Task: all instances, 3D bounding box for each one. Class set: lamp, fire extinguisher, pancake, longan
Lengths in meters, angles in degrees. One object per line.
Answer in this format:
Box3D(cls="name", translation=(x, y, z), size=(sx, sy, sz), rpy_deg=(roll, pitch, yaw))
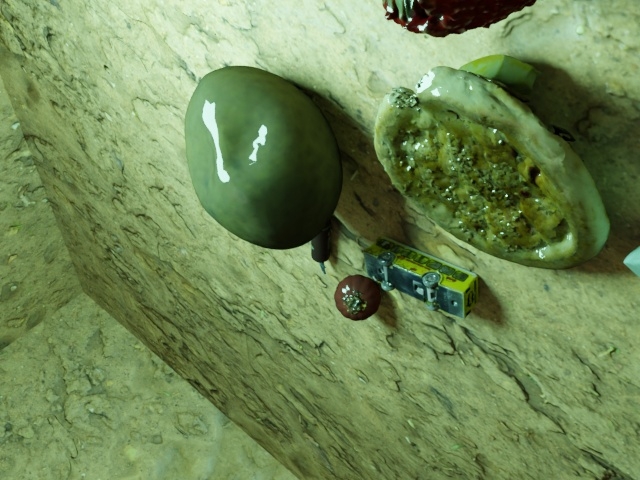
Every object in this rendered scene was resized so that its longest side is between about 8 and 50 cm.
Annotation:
Box3D(cls="lamp", translation=(0.078, 0.122, 1.515), size=(0.101, 0.090, 0.101), rpy_deg=(4, 105, 15))
Box3D(cls="fire extinguisher", translation=(0.000, 0.000, 1.531), size=(0.158, 0.043, 0.064), rpy_deg=(91, 160, -48))
Box3D(cls="pancake", translation=(0.230, -0.096, 1.046), size=(0.382, 0.071, 0.382), rpy_deg=(35, 159, 16))
Box3D(cls="longan", translation=(-0.101, -0.152, 1.290), size=(0.288, 0.288, 0.350), rpy_deg=(-27, 91, 59))

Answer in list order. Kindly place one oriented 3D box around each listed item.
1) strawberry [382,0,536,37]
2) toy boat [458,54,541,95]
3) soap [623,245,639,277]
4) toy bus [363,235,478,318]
Box3D(cls="strawberry", translation=(0.172, -0.355, 0.781), size=(0.261, 0.258, 0.261), rpy_deg=(157, 90, -80))
Box3D(cls="toy boat", translation=(0.227, -0.213, 0.988), size=(0.066, 0.065, 0.172), rpy_deg=(34, 164, -30))
Box3D(cls="soap", translation=(0.507, 0.088, 0.856), size=(0.265, 0.087, 0.160), rpy_deg=(45, -174, 9))
Box3D(cls="toy bus", translation=(0.183, 0.066, 1.333), size=(0.226, 0.074, 0.081), rpy_deg=(23, 141, 37))
